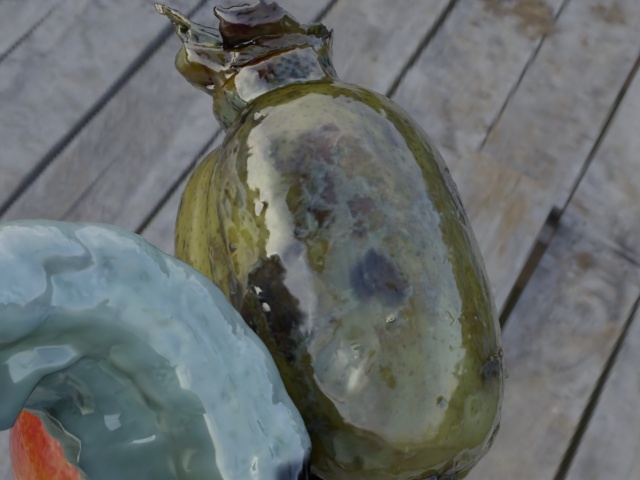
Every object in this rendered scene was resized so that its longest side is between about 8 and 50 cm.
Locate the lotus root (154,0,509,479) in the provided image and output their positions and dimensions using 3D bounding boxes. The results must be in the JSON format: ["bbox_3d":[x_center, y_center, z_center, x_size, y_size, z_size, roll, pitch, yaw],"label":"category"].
[{"bbox_3d":[0.002,-0.001,0.654,0.154,0.154,0.278,-11,71,-25],"label":"lotus root"}]

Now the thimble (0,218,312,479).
[{"bbox_3d":[-0.128,0.112,0.523,0.237,0.150,0.237,12,69,-33],"label":"thimble"}]

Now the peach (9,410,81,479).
[{"bbox_3d":[-0.094,0.138,0.979,0.275,0.245,0.248,15,44,9],"label":"peach"}]
